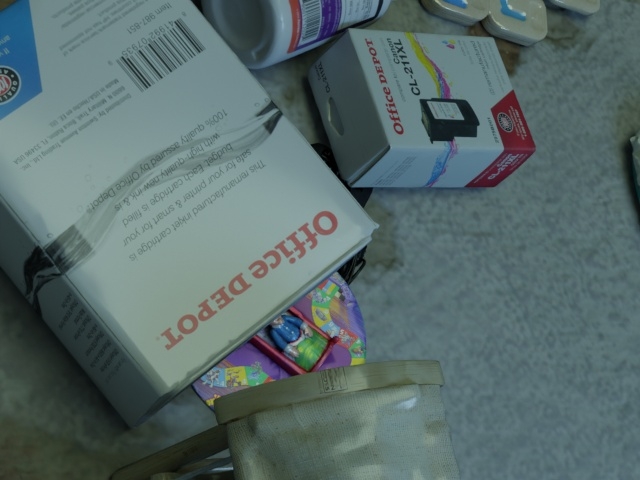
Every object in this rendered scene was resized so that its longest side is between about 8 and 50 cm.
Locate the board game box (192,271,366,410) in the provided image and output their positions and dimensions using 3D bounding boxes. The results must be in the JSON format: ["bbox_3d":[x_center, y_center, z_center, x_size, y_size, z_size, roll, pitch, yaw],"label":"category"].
[{"bbox_3d":[-0.034,0.076,1.486,0.169,0.033,0.133,-5,75,-23],"label":"board game box"}]

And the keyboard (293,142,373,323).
[{"bbox_3d":[0.000,0.000,1.562,0.100,0.038,0.192,37,54,-11],"label":"keyboard"}]

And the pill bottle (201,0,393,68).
[{"bbox_3d":[-0.004,-0.231,1.628,0.193,0.108,0.108,-26,82,-38],"label":"pill bottle"}]

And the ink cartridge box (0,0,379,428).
[{"bbox_3d":[-0.145,-0.046,1.401,0.223,0.129,0.307,-38,86,-25],"label":"ink cartridge box"}]

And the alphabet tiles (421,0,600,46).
[{"bbox_3d":[0.163,-0.333,1.836,0.278,0.021,0.284,15,60,-25],"label":"alphabet tiles"}]

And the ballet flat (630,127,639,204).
[{"bbox_3d":[0.430,0.049,1.742,0.147,0.147,0.408,-7,70,-34],"label":"ballet flat"}]

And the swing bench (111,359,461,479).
[{"bbox_3d":[-0.011,0.245,1.295,0.165,0.255,0.253,0,67,-31],"label":"swing bench"}]

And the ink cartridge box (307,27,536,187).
[{"bbox_3d":[0.092,-0.118,1.639,0.175,0.072,0.127,-2,63,-37],"label":"ink cartridge box"}]
